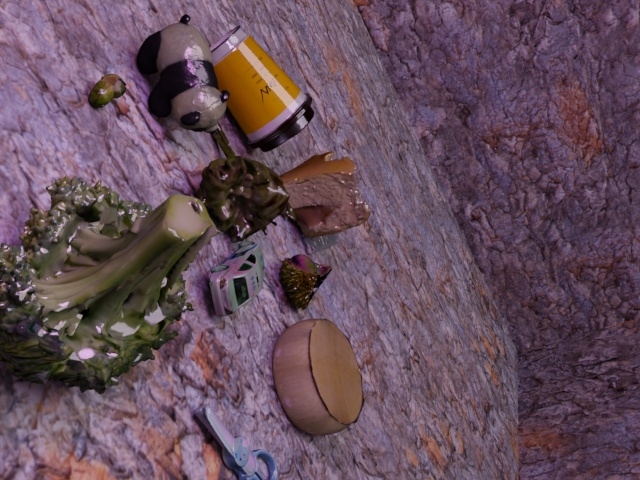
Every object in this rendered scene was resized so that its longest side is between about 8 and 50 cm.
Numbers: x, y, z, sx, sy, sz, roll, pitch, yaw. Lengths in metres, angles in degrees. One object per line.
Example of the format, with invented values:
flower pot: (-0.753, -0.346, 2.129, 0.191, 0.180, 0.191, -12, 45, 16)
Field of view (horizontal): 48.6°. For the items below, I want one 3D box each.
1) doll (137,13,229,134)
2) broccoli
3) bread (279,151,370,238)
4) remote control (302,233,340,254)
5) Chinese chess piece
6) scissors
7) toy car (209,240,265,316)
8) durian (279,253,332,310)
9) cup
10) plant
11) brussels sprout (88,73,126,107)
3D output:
doll: (-0.269, -0.322, 1.418, 0.143, 0.135, 0.234, -11, 83, -34)
broccoli: (-0.306, 0.032, 0.955, 0.249, 0.302, 0.375, 35, 23, 17)
bread: (0.012, -0.130, 1.833, 0.211, 0.223, 0.184, -74, 144, -65)
remote control: (0.000, 0.000, 1.924, 0.184, 0.027, 0.050, -21, 89, -62)
Chinese chess piece: (-0.003, 0.301, 1.578, 0.257, 0.104, 0.257, 47, 31, -42)
scissors: (-0.152, 0.386, 1.281, 0.256, 0.030, 0.125, 59, 26, -29)
toy car: (-0.156, 0.073, 1.437, 0.224, 0.076, 0.090, -50, 134, -63)
durian: (-0.053, 0.092, 1.683, 0.108, 0.119, 0.186, 32, 11, 7)
cup: (-0.156, -0.359, 1.693, 0.280, 0.196, 0.196, 49, 30, -21)
plant: (-0.163, -0.168, 1.543, 0.251, 0.180, 0.334, 59, 20, -48)
brussels sprout: (-0.385, -0.273, 1.283, 0.083, 0.046, 0.051, -71, 176, -55)
